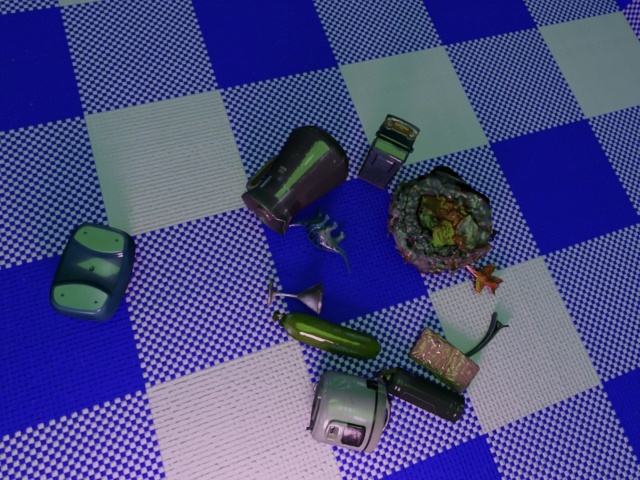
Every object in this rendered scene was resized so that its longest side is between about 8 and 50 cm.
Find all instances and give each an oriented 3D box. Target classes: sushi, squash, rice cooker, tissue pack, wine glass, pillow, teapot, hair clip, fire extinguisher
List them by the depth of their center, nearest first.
[{"bbox_3d":[0.091,0.522,1.314,0.244,0.226,0.226,14,72,-6],"label":"rice cooker"},{"bbox_3d":[-0.695,0.101,1.338,0.198,0.206,0.287,13,73,-14],"label":"tissue pack"},{"bbox_3d":[0.314,0.491,1.411,0.311,0.114,0.095,25,97,1],"label":"fire extinguisher"},{"bbox_3d":[0.020,0.314,1.426,0.379,0.101,0.101,19,72,-7],"label":"squash"},{"bbox_3d":[-0.084,0.184,1.447,0.183,0.122,0.122,8,73,-1],"label":"wine glass"},{"bbox_3d":[0.423,0.411,1.477,0.232,0.043,0.126,37,84,5],"label":"pillow"},{"bbox_3d":[-0.101,-0.217,1.504,0.300,0.253,0.344,29,70,41],"label":"teapot"},{"bbox_3d":[0.572,0.355,1.527,0.229,0.039,0.070,-41,84,-16],"label":"hair clip"},{"bbox_3d":[0.424,-0.064,1.558,0.418,0.176,0.417,2,72,-7],"label":"sushi"}]

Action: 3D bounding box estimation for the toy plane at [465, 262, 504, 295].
[{"bbox_3d":[0.579,0.123,1.593,0.188,0.062,0.135,32,71,16],"label":"toy plane"}]

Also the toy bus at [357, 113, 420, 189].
[{"bbox_3d":[0.237,-0.311,1.552,0.139,0.275,0.167,27,73,0],"label":"toy bus"}]

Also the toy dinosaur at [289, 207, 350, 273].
[{"bbox_3d":[0.008,-0.030,1.540,0.329,0.076,0.144,34,82,7],"label":"toy dinosaur"}]
